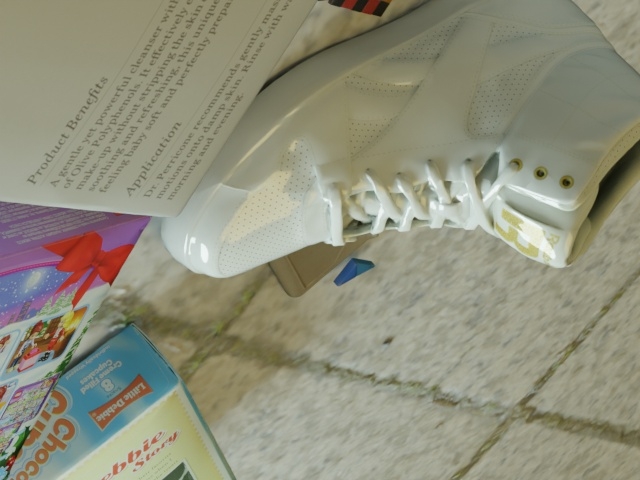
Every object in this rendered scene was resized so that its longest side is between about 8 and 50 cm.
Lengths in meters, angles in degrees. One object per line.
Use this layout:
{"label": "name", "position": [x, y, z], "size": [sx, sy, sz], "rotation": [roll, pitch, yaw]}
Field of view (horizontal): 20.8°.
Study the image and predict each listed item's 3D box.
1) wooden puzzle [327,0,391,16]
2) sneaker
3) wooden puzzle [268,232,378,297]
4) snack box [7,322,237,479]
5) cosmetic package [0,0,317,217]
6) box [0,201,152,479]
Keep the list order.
{"label": "wooden puzzle", "position": [0.031, -0.149, 0.968], "size": [0.083, 0.006, 0.049], "rotation": [4, 126, -53]}
{"label": "sneaker", "position": [0.067, -0.036, 0.997], "size": [0.292, 0.169, 0.108], "rotation": [-34, 152, -15]}
{"label": "wooden puzzle", "position": [0.000, 0.000, 1.121], "size": [0.078, 0.014, 0.116], "rotation": [-32, 149, -11]}
{"label": "snack box", "position": [-0.205, 0.205, 1.081], "size": [0.322, 0.060, 0.187], "rotation": [-37, 151, -12]}
{"label": "cosmetic package", "position": [-0.158, -0.134, 0.598], "size": [0.365, 0.155, 0.197], "rotation": [8, 122, -54]}
{"label": "box", "position": [-0.222, 0.071, 0.826], "size": [0.293, 0.057, 0.201], "rotation": [-19, 146, -58]}
